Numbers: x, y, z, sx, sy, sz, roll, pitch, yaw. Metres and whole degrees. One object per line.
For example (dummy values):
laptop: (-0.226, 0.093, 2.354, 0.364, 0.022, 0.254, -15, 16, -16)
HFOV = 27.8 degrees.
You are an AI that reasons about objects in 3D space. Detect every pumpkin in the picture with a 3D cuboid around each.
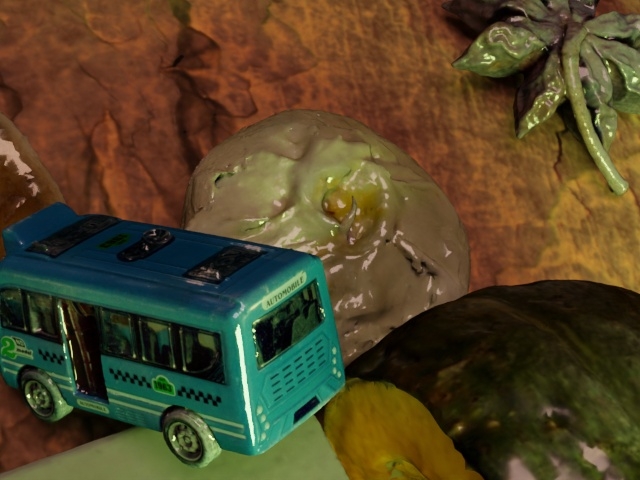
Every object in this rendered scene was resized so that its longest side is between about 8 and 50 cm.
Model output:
pumpkin: (0.161, 0.172, 0.880, 0.225, 0.256, 0.303, -26, 85, -28)

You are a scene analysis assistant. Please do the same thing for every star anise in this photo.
star anise: (0.228, -0.164, 1.188, 0.230, 0.081, 0.262, -5, 59, -28)

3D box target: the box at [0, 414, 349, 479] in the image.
box: (-0.105, 0.301, 0.815, 0.367, 0.090, 0.373, -17, 58, -20)

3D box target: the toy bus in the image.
toy bus: (-0.113, 0.058, 0.889, 0.246, 0.134, 0.113, 10, 29, 34)

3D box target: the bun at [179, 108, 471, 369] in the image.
bun: (0.000, 0.000, 1.002, 0.239, 0.141, 0.239, 5, 62, -10)

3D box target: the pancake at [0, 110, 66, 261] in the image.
pancake: (-0.329, -0.004, 0.985, 0.282, 0.049, 0.282, 4, 61, -7)
